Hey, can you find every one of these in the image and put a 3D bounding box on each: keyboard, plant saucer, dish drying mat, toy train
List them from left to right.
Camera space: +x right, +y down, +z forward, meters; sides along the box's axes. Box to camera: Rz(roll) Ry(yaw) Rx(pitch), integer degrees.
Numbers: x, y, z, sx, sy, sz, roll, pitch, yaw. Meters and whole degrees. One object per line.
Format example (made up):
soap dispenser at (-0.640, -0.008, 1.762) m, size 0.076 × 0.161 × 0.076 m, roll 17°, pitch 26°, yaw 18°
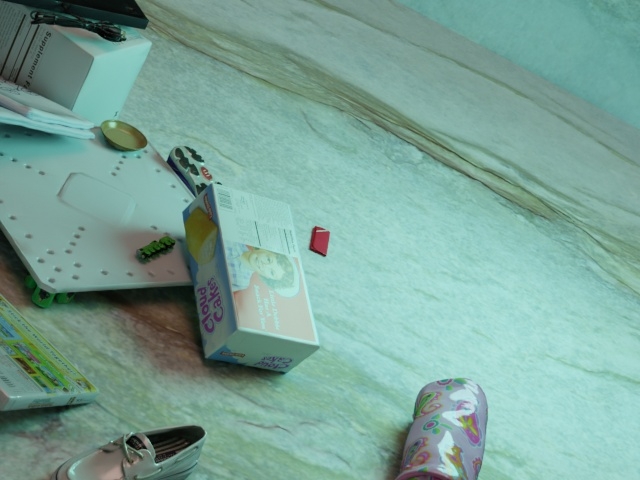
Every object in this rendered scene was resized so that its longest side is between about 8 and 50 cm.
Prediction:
keyboard at (-0.431, -0.388, 2.283) m, size 0.317 × 0.033 × 0.201 m, roll 7°, pitch 31°, yaw -32°
plant saucer at (-0.328, -0.171, 2.303) m, size 0.083 × 0.015 × 0.083 m, roll 23°, pitch 28°, yaw -13°
toy train at (-0.247, 0.011, 2.081) m, size 0.024 × 0.017 × 0.083 m, roll 29°, pitch 26°, yaw 20°
dish drying mat at (0.000, 0.000, 2.448) m, size 0.032 × 0.008 × 0.083 m, roll 26°, pitch 28°, yaw -9°

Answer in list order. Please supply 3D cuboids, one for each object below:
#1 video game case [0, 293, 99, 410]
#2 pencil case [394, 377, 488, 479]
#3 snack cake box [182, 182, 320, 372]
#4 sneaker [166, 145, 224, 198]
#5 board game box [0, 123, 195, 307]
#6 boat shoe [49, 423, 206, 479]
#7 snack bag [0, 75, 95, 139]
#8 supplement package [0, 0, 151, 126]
video game case at (-0.413, 0.131, 1.763) m, size 0.227 × 0.026 × 0.206 m, roll 40°, pitch 11°, yaw 19°
pencil case at (0.173, 0.307, 1.997) m, size 0.124 × 0.124 × 0.284 m, roll 29°, pitch 27°, yaw -2°
snack cake box at (-0.106, 0.056, 2.085) m, size 0.152 × 0.089 × 0.264 m, roll 16°, pitch 48°, yaw -36°
sneaker at (-0.205, -0.079, 2.332) m, size 0.068 × 0.071 × 0.170 m, roll -15°, pitch 67°, yaw -42°
board game box at (-0.353, -0.046, 2.147) m, size 0.390 × 0.050 × 0.390 m, roll -2°, pitch 42°, yaw -44°
boat shoe at (-0.236, 0.267, 1.714) m, size 0.083 × 0.075 × 0.226 m, roll 43°, pitch 31°, yaw 24°
snack bag at (-0.558, -0.247, 2.144) m, size 0.323 × 0.037 × 0.342 m, roll 28°, pitch 9°, yaw 23°
supplement package at (-0.473, -0.336, 2.376) m, size 0.293 × 0.175 × 0.177 m, roll 37°, pitch 29°, yaw 13°
